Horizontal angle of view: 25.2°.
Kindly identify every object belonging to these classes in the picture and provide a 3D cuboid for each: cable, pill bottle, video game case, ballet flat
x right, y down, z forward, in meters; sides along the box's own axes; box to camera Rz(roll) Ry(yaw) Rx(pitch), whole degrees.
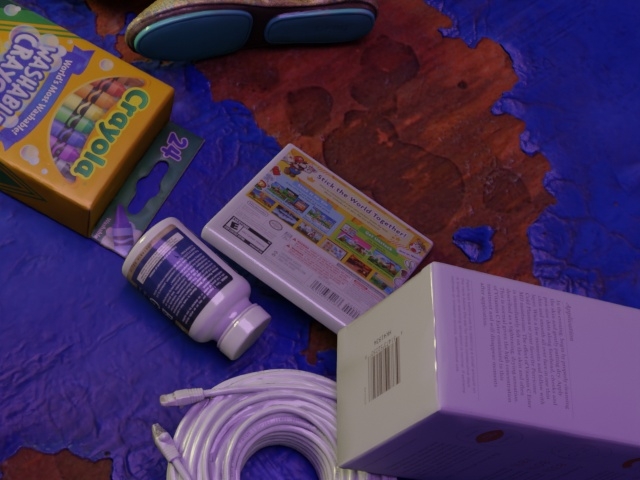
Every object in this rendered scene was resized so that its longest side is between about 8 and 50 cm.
[{"bbox_3d":[-0.045,0.269,1.595,0.257,0.089,0.257,-14,68,-19],"label":"cable"},{"bbox_3d":[-0.142,0.060,1.674,0.169,0.094,0.094,41,63,10],"label":"pill bottle"},{"bbox_3d":[0.000,0.000,1.741,0.227,0.026,0.206,35,45,7],"label":"video game case"},{"bbox_3d":[-0.095,-0.306,1.856,0.349,0.123,0.123,-9,66,-22],"label":"ballet flat"}]

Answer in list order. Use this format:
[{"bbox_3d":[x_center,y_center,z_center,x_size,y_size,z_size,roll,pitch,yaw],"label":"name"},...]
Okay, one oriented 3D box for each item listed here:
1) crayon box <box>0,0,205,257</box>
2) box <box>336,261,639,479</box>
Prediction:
[{"bbox_3d":[-0.324,-0.146,1.747,0.323,0.083,0.203,29,62,3],"label":"crayon box"},{"bbox_3d":[0.217,0.168,1.577,0.345,0.215,0.168,14,60,-25],"label":"box"}]
